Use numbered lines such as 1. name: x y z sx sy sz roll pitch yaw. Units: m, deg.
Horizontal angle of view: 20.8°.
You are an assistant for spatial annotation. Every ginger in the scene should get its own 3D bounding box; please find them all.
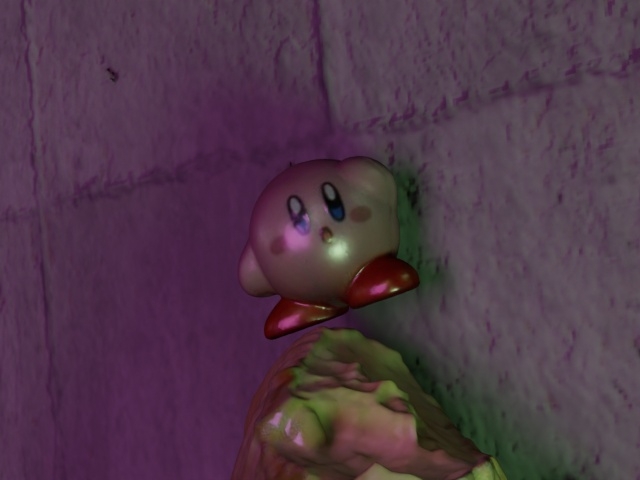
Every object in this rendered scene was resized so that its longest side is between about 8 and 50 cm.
1. ginger: -0.008 0.158 0.757 0.276 0.130 0.221 -41 51 42

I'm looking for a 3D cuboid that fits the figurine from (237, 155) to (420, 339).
1. figurine: 0.000 0.000 0.781 0.083 0.067 0.071 -22 87 13
